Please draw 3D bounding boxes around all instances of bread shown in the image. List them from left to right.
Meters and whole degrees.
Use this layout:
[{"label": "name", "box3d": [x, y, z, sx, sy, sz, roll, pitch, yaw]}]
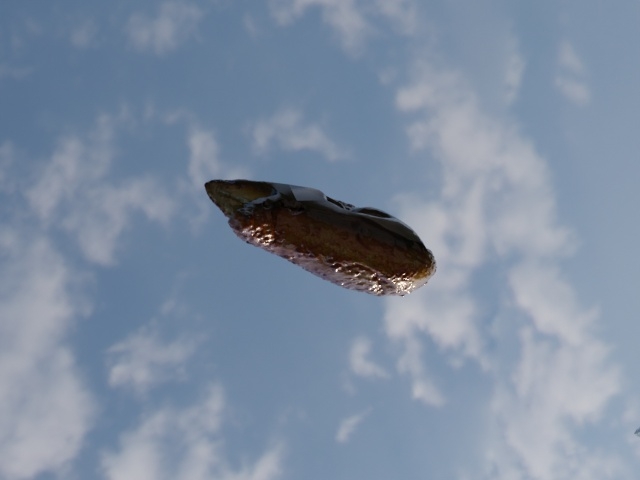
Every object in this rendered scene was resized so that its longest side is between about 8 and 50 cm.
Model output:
[{"label": "bread", "box3d": [0.000, -0.002, 1.431, 0.269, 0.139, 0.095, 11, -75, -21]}]

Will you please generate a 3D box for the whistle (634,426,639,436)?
[{"label": "whistle", "box3d": [0.479, 0.255, 1.757, 0.062, 0.312, 0.062, -1, -104, 3]}]
